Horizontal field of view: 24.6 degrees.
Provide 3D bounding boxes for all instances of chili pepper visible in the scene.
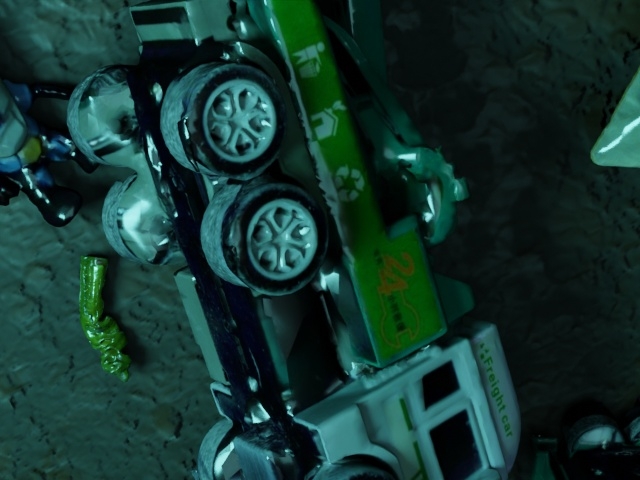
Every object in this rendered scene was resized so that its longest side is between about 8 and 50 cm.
[{"bbox_3d":[-0.134,0.048,0.901,0.027,0.022,0.083,-12,102,-2],"label":"chili pepper"}]

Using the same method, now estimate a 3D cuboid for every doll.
[{"bbox_3d":[-0.215,-0.081,0.834,0.195,0.070,0.096,32,76,-22],"label":"doll"}]

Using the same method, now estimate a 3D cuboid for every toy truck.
[{"bbox_3d":[-0.006,0.005,0.823,0.178,0.176,0.363,-22,106,-26],"label":"toy truck"},{"bbox_3d":[0.243,0.181,0.944,0.216,0.110,0.116,1,118,-8],"label":"toy truck"}]

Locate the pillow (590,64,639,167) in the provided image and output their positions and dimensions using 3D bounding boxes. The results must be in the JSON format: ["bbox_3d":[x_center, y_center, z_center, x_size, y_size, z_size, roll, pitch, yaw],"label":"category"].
[{"bbox_3d":[0.350,-0.139,0.856,0.312,0.119,0.310,19,106,-11],"label":"pillow"}]
